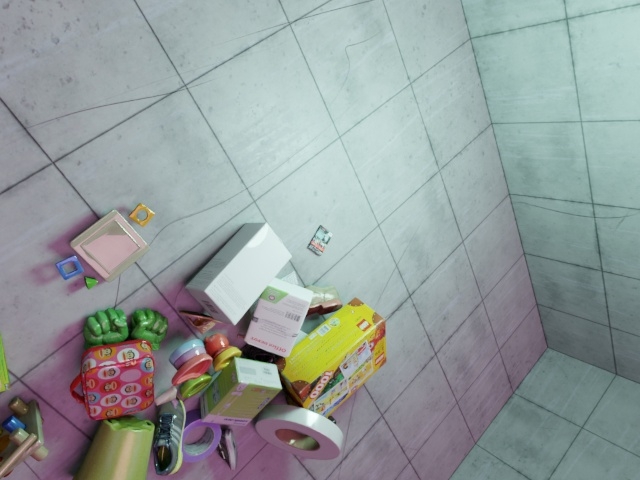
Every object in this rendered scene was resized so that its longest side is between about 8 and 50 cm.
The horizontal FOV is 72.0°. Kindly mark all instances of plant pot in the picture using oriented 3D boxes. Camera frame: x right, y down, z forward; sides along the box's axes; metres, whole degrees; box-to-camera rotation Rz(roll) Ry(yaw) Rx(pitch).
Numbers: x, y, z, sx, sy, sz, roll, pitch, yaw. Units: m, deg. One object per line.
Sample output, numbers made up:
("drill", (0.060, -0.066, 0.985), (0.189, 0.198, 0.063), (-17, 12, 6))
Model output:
("plant pot", (-0.710, 0.765, 1.550), (0.276, 0.276, 0.254), (23, 76, -37))

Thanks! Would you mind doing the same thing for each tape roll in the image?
("tape roll", (-0.507, 0.793, 1.794), (0.189, 0.080, 0.189), (-10, 107, -35))
("tape roll", (-0.094, 0.843, 1.929), (0.392, 0.392, 0.072), (55, 38, -32))

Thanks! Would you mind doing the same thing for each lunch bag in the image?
("lunch bag", (-0.705, 0.482, 1.500), (0.258, 0.120, 0.293), (-5, 127, -31))

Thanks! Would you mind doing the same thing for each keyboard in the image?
("keyboard", (-0.207, 0.224, 1.914), (0.256, 0.014, 0.072), (-30, 117, -26))

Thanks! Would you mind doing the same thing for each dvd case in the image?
("dvd case", (0.000, 0.000, 2.009), (0.087, 0.013, 0.119), (35, 81, -36))

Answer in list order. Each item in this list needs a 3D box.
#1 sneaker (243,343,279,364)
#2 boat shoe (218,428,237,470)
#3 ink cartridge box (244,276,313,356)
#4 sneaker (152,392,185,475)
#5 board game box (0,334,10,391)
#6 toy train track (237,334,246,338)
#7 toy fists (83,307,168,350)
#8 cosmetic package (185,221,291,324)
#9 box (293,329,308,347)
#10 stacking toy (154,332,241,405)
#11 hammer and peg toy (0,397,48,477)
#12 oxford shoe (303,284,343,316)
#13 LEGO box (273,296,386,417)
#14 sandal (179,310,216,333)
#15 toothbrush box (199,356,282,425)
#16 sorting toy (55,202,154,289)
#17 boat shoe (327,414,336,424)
("sneaker", (-0.224, 0.534, 1.906), (0.087, 0.130, 0.227), (-52, 127, -12))
("boat shoe", (-0.404, 0.903, 1.907), (0.070, 0.078, 0.219), (-4, 111, 1))
("ink cartridge box", (-0.171, 0.311, 1.809), (0.198, 0.115, 0.273), (21, 106, -2))
("sneaker", (-0.570, 0.725, 1.650), (0.111, 0.121, 0.300), (-6, 76, -6))
("board game box", (-1.019, 0.380, 1.347), (0.092, 0.043, 0.181), (-10, 107, -34))
("toy train track", (-0.318, 0.412, 1.881), (0.083, 0.014, 0.048), (19, 97, -32))
("toy fists", (-0.676, 0.314, 1.547), (0.279, 0.096, 0.142), (8, 96, -35))
("cosmetic package", (-0.303, 0.117, 1.686), (0.365, 0.155, 0.197), (-51, 123, -31))
("box", (-0.130, 0.436, 1.973), (0.102, 0.087, 0.101), (38, 78, -36))
("stacking toy", (-0.490, 0.472, 1.680), (0.279, 0.130, 0.309), (-45, 158, 10))
("hammer and peg toy", (-0.925, 0.637, 1.279), (0.266, 0.361, 0.127), (-40, 121, -23))
("oxford shoe", (-0.077, 0.272, 1.979), (0.348, 0.123, 0.130), (-2, 58, -26))
("LEGO box", (0.062, 0.559, 2.012), (0.500, 0.193, 0.372), (-35, 139, -24))
("sandal", (-0.443, 0.329, 1.722), (0.240, 0.088, 0.079), (16, 86, -42))
("toothbrush box", (-0.324, 0.614, 1.776), (0.206, 0.122, 0.283), (22, 118, -35))
("sorting toy", (-0.705, 0.016, 1.486), (0.347, 0.047, 0.196), (-44, 127, -19))
("boat shoe", (-0.004, 0.976, 2.204), (0.223, 0.073, 0.080), (-52, 125, -15))
